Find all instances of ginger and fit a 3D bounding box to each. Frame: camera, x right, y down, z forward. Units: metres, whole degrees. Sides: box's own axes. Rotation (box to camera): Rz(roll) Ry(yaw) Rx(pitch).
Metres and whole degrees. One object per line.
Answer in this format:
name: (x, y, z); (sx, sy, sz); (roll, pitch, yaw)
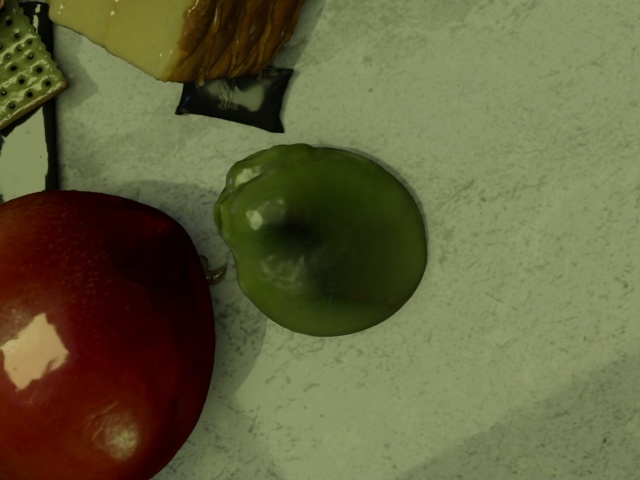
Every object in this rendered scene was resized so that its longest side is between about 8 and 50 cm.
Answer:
ginger: (-0.176, 0.046, 1.512); (0.097, 0.030, 0.048); (-18, 90, 11)

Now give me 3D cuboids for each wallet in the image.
wallet: (-0.450, -0.133, 1.523); (0.197, 0.051, 0.377); (-2, 94, 6)

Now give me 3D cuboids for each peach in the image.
peach: (-0.300, 0.116, 1.371); (0.388, 0.388, 0.388); (1, 95, 8)

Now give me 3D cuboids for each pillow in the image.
pillow: (-0.114, -0.195, 1.473); (0.150, 0.048, 0.090); (13, 91, 4)

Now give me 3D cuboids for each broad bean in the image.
broad bean: (0.000, 0.000, 1.412); (0.291, 0.119, 0.238); (25, 88, -20)

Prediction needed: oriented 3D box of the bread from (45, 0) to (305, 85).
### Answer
bread: (-0.140, -0.343, 1.318); (0.207, 0.279, 0.279); (27, 107, 16)

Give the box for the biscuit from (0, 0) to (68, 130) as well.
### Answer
biscuit: (-0.444, -0.262, 1.479); (0.139, 0.016, 0.231); (-32, 85, 2)

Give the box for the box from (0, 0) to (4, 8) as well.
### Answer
box: (-0.634, -0.330, 1.343); (0.257, 0.318, 0.348); (-43, 78, 32)
